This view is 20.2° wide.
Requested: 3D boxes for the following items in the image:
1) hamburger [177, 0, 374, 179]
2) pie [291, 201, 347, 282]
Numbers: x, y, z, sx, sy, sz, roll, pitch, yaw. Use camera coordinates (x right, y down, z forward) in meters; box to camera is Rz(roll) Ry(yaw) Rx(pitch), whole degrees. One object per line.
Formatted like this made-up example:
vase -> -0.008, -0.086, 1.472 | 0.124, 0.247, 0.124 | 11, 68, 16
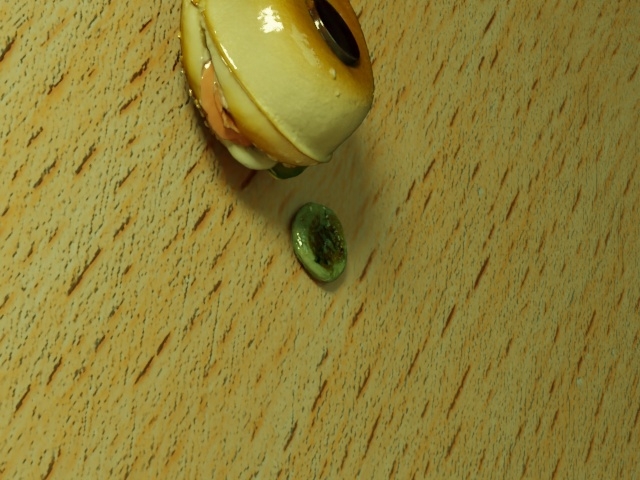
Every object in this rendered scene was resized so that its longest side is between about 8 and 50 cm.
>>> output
hamburger -> -0.044, -0.175, 1.678 | 0.237, 0.147, 0.236 | 47, 29, -36
pie -> 0.000, 0.000, 1.768 | 0.085, 0.017, 0.085 | 29, 53, -46
